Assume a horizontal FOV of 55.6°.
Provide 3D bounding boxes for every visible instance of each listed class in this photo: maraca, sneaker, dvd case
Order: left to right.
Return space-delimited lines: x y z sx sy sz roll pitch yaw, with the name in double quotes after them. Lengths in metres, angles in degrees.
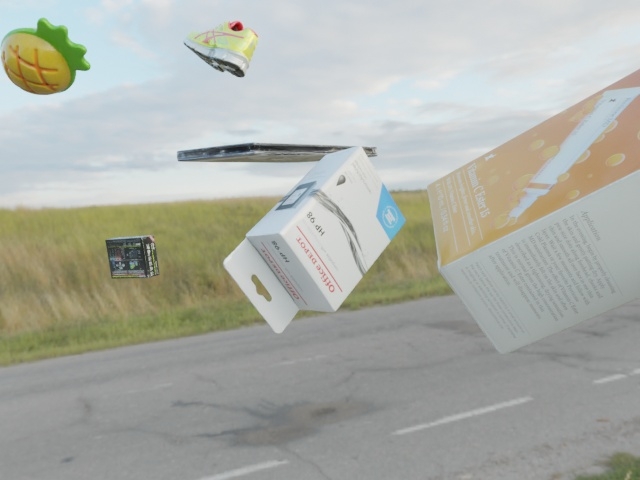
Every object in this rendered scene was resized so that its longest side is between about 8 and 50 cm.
-0.477 -0.315 1.049 0.186 0.099 0.127 -13 -43 34 "maraca"
-0.184 -0.377 1.162 0.208 0.094 0.081 32 2 41 "sneaker"
-0.055 -0.117 0.824 0.165 0.018 0.221 4 7 45 "dvd case"

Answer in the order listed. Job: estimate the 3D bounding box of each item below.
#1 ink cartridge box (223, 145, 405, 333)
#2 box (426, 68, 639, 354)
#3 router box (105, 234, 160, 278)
0.000 0.000 0.616 0.060 0.104 0.180 -5 37 50 "ink cartridge box"
0.330 -0.042 0.766 0.345 0.168 0.215 -29 26 21 "box"
-0.422 0.038 1.363 0.123 0.092 0.038 -2 7 30 "router box"
